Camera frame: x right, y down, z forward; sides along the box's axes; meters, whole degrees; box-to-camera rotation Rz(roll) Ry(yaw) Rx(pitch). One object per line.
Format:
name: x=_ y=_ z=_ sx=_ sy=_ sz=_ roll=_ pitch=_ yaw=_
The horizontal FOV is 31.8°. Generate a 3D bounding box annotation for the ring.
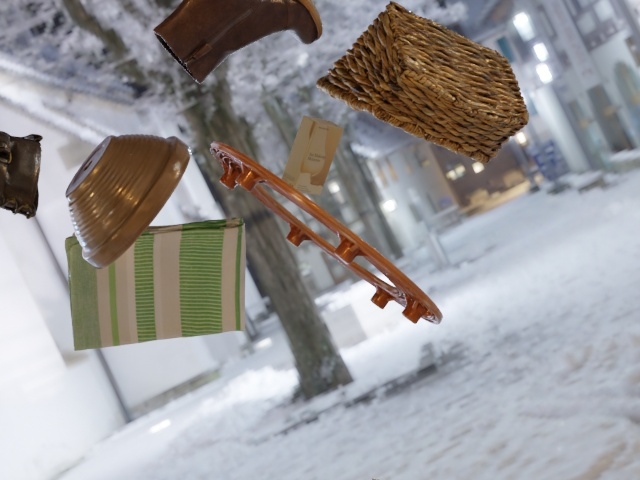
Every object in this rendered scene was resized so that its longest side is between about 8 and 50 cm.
ring: x=0.000 y=0.000 z=1.304 sx=0.032 sy=0.336 sz=0.336 roll=-53 pitch=2 yaw=-4

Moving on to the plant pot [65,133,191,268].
plant pot: x=-0.312 y=-0.082 z=1.718 sx=0.237 sy=0.109 sz=0.237 roll=-45 pitch=20 yaw=21

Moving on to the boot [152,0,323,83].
boot: x=-0.119 y=-0.314 z=1.665 sx=0.207 sy=0.090 sz=0.248 roll=-51 pitch=-40 yaw=-3

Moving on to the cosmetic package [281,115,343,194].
cosmetic package: x=-0.013 y=-0.133 z=1.764 sx=0.060 sy=0.115 sz=0.041 roll=5 pitch=20 yaw=-42

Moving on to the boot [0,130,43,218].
boot: x=-0.547 y=-0.083 z=1.749 sx=0.229 sy=0.263 sz=0.091 roll=23 pitch=-26 yaw=-31

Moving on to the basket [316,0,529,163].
basket: x=0.178 y=-0.226 z=1.937 sx=0.299 sy=0.214 sz=0.223 roll=18 pitch=-45 yaw=-34

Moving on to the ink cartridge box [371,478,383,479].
ink cartridge box: x=0.094 y=0.331 z=1.308 sx=0.104 sy=0.060 sz=0.180 roll=13 pitch=-33 yaw=-5

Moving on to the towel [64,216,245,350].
towel: x=-0.297 y=0.082 z=2.068 sx=0.324 sy=0.248 sz=0.038 roll=-6 pitch=28 yaw=-14
